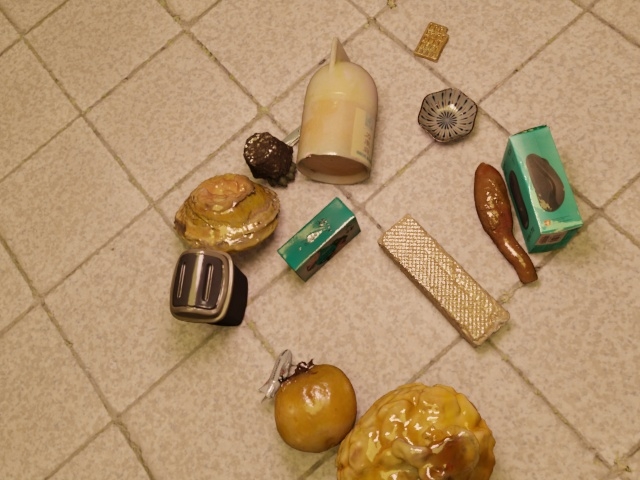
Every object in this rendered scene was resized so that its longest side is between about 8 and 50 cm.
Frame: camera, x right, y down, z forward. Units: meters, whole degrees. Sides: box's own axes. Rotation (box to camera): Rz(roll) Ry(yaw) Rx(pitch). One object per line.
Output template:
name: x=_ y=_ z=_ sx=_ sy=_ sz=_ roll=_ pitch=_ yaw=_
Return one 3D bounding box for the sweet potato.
sweet potato: x=0.524 y=-0.054 z=1.659 sx=0.109 sy=0.109 sz=0.385 roll=-16 pitch=76 yaw=6

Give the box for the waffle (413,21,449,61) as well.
waffle: x=0.382 y=-0.673 z=1.924 sx=0.092 sy=0.021 sz=0.135 roll=25 pitch=80 yaw=19

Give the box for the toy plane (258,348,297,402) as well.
toy plane: x=-0.120 y=0.389 z=1.644 sx=0.065 sy=0.162 sz=0.171 roll=42 pitch=48 yaw=-6

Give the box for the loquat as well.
loquat: x=-0.015 y=0.443 z=1.534 sx=0.243 sy=0.244 sz=0.244 roll=-3 pitch=72 yaw=10

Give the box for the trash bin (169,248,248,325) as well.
trash bin: x=-0.320 y=0.146 z=1.656 sx=0.182 sy=0.290 sz=0.210 roll=2 pitch=74 yaw=11

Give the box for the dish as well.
dish: x=0.402 y=-0.386 z=1.805 sx=0.190 sy=0.066 sz=0.191 roll=-3 pitch=74 yaw=9

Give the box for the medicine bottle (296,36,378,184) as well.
medicine bottle: x=0.061 y=-0.404 z=1.785 sx=0.235 sy=0.236 sz=0.406 roll=4 pitch=74 yaw=12

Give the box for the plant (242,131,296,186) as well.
plant: x=-0.159 y=-0.256 z=1.809 sx=0.132 sy=0.194 sz=0.129 roll=9 pitch=72 yaw=26

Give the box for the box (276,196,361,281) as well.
box: x=0.000 y=0.000 z=1.713 sx=0.245 sy=0.153 sz=0.092 roll=-42 pitch=70 yaw=-3

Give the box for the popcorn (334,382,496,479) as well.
popcorn: x=0.241 y=0.546 z=1.415 sx=0.390 sy=0.344 sz=0.354 roll=-21 pitch=26 yaw=27

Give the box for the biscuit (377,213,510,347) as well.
biscuit: x=0.352 y=0.111 z=1.650 sx=0.144 sy=0.078 sz=0.426 roll=-39 pitch=71 yaw=-4

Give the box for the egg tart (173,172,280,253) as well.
egg tart: x=-0.291 y=-0.105 z=1.749 sx=0.351 sy=0.150 sz=0.352 roll=-3 pitch=41 yaw=3

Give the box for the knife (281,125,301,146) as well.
knife: x=-0.114 y=-0.321 z=1.906 sx=0.162 sy=0.023 sz=0.044 roll=-41 pitch=68 yaw=-3

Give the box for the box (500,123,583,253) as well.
box: x=0.618 y=-0.139 z=1.612 sx=0.118 sy=0.205 sz=0.312 roll=-12 pitch=72 yaw=4
